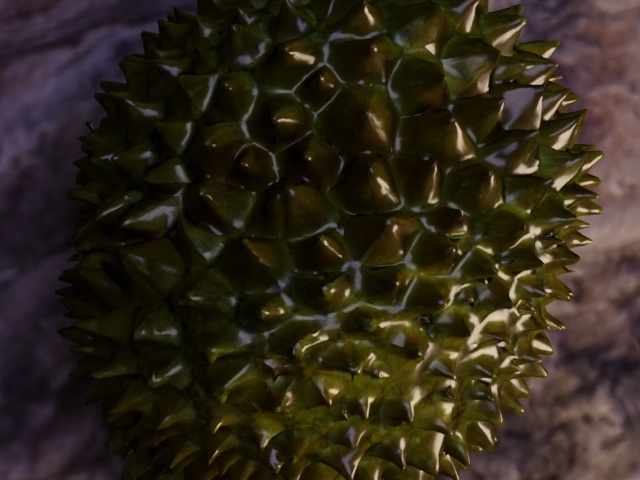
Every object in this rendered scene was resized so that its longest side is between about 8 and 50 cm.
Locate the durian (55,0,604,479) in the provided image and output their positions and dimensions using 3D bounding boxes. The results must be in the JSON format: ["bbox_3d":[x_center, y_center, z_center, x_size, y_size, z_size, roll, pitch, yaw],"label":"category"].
[{"bbox_3d":[0.001,-0.004,0.737,0.200,0.176,0.236,20,79,7],"label":"durian"}]
